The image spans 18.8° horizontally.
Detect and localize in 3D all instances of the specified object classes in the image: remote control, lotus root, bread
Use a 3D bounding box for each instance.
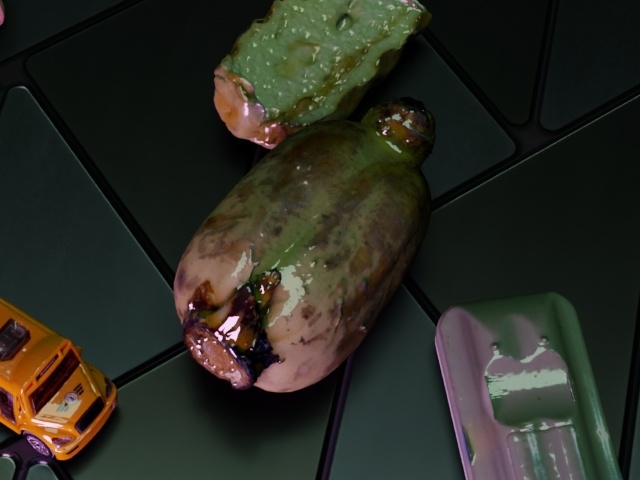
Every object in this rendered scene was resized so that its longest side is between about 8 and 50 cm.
[{"bbox_3d":[0.186,0.194,1.605,0.128,0.065,0.335,-9,59,-4],"label":"remote control"},{"bbox_3d":[0.000,0.000,1.669,0.173,0.173,0.309,33,63,17],"label":"lotus root"},{"bbox_3d":[-0.006,-0.170,1.814,0.128,0.088,0.232,37,58,9],"label":"bread"}]

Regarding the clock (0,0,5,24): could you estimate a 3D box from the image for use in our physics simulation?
[{"bbox_3d":[-0.393,-0.321,1.802,0.142,0.241,0.227,-37,66,-25],"label":"clock"}]

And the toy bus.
[{"bbox_3d":[-0.268,0.099,1.634,0.194,0.088,0.083,30,61,16],"label":"toy bus"}]
